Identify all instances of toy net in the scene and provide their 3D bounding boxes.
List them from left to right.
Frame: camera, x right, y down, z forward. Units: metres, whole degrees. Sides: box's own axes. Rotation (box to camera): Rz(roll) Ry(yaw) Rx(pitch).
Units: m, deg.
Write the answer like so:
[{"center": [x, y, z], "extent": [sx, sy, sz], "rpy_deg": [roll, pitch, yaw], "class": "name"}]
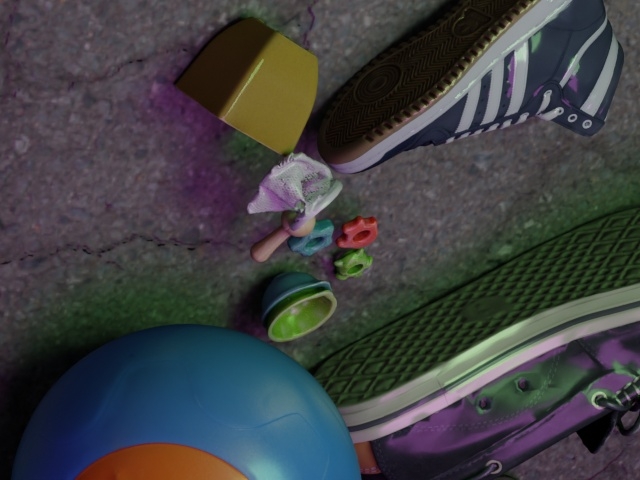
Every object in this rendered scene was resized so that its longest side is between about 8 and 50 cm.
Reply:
[{"center": [0.000, 0.000, 1.647], "extent": [0.122, 0.045, 0.232], "rpy_deg": [-22, 152, -12], "class": "toy net"}]

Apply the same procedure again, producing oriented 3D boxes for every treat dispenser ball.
[{"center": [-0.109, 0.212, 1.610], "extent": [0.288, 0.288, 0.288], "rpy_deg": [-14, 125, -21], "class": "treat dispenser ball"}]

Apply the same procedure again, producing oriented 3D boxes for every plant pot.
[{"center": [-0.050, -0.129, 1.570], "extent": [0.081, 0.081, 0.083], "rpy_deg": [29, 94, -39], "class": "plant pot"}]

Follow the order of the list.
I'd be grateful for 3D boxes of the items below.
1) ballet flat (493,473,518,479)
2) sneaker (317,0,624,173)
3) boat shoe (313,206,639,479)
[{"center": [0.142, 0.259, 1.938], "extent": [0.250, 0.058, 0.084], "rpy_deg": [33, 64, -45], "class": "ballet flat"}, {"center": [0.138, -0.118, 1.667], "extent": [0.282, 0.099, 0.153], "rpy_deg": [-40, 128, -6], "class": "sneaker"}, {"center": [0.235, 0.099, 1.792], "extent": [0.500, 0.187, 0.156], "rpy_deg": [-25, 112, -6], "class": "boat shoe"}]
